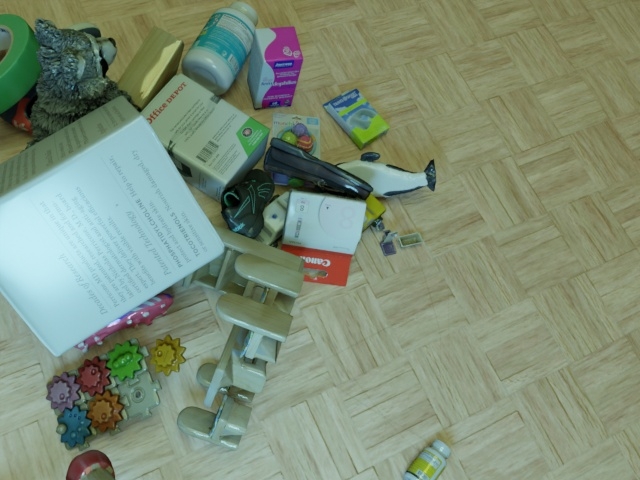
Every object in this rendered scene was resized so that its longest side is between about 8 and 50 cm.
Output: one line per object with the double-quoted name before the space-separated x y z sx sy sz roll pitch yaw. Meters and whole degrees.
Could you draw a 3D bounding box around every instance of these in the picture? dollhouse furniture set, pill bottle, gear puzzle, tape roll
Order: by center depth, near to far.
"gear puzzle" -0.432 0.310 1.404 0.338 0.044 0.176 -28 72 7
"dollhouse furniture set" -0.208 0.165 1.436 0.256 0.362 0.394 21 36 -3
"pill bottle" 0.250 0.519 1.521 0.065 0.065 0.116 42 65 8
"tape roll" -0.839 -0.423 1.629 0.321 0.077 0.321 -9 56 13
"dollhouse furniture set" 0.217 -0.025 1.749 0.114 0.081 0.091 -11 69 -16
"pill bottle" -0.269 -0.545 1.845 0.146 0.146 0.264 25 63 0

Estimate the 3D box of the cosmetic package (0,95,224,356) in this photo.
"cosmetic package" -0.475 -0.050 1.373 0.393 0.329 0.327 -33 118 -9

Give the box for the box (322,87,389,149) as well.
"box" 0.102 -0.358 1.896 0.109 0.042 0.178 -34 78 -23

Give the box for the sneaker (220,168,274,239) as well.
"sneaker" -0.183 -0.111 1.643 0.106 0.101 0.267 48 27 -29

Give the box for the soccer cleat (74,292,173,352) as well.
"soccer cleat" -0.465 0.167 1.524 0.248 0.083 0.095 -26 69 -18

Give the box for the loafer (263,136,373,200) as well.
"loafer" -0.010 -0.165 1.707 0.302 0.109 0.095 28 99 13

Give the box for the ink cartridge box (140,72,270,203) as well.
"ink cartridge box" -0.310 -0.267 1.724 0.289 0.121 0.211 33 64 4

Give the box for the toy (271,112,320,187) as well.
"toy" -0.063 -0.260 1.810 0.136 0.056 0.237 5 65 -11

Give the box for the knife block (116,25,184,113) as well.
"knife block" -0.467 -0.381 1.684 0.088 0.276 0.242 28 34 1

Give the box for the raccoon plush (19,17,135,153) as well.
"raccoon plush" -0.605 -0.272 1.486 0.216 0.299 0.446 30 85 11

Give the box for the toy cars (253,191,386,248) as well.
"toy cars" -0.015 -0.056 1.694 0.393 0.087 0.177 -2 71 -7

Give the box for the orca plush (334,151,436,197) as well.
"orca plush" 0.167 -0.189 1.799 0.287 0.151 0.102 -12 26 8

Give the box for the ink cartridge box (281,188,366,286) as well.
"ink cartridge box" 0.000 0.000 1.634 0.189 0.066 0.232 8 99 -8

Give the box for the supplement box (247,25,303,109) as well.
"supplement box" -0.127 -0.466 1.797 0.111 0.220 0.114 -9 68 -15

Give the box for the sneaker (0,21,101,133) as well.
"sneaker" -0.672 -0.414 1.716 0.148 0.131 0.350 37 74 8

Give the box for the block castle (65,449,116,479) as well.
"block castle" -0.481 0.643 1.197 0.453 0.212 0.303 -47 118 -22
